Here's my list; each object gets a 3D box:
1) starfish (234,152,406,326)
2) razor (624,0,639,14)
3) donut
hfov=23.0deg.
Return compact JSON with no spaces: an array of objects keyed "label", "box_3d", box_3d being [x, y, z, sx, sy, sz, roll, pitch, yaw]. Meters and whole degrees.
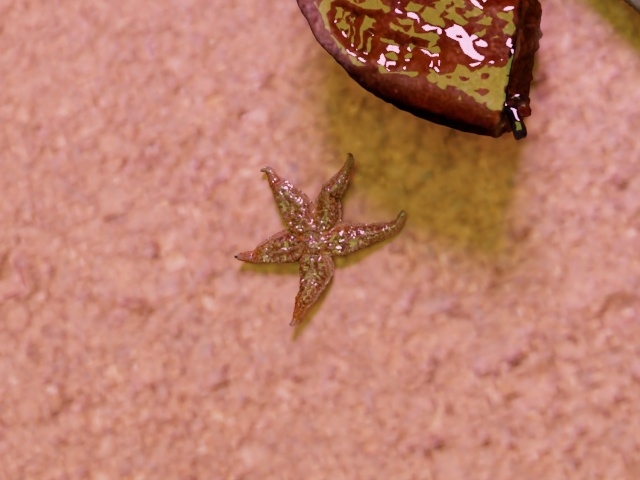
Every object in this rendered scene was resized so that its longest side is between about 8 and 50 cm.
[{"label":"starfish","box_3d":[0.000,0.000,0.814,0.092,0.016,0.086,-7,86,10]},{"label":"razor","box_3d":[0.226,-0.063,0.744,0.278,0.056,0.111,44,97,13]},{"label":"donut","box_3d":[0.062,-0.162,0.776,0.141,0.085,0.217,13,88,14]}]
